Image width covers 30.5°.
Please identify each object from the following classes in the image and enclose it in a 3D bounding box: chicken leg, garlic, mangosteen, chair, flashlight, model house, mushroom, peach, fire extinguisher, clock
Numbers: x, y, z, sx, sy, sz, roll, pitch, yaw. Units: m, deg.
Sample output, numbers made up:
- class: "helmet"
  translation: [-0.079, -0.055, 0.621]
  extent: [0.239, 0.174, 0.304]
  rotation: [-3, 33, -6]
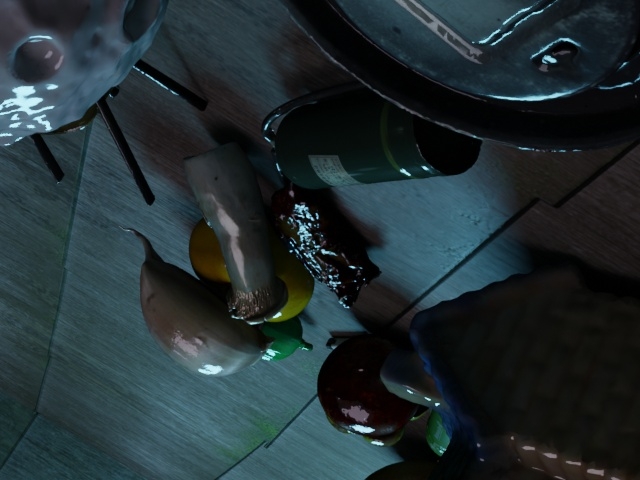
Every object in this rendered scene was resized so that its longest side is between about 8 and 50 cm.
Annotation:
- class: "chicken leg"
  translation: [0.000, 0.000, 1.420]
  extent: [0.105, 0.063, 0.234]
  rotation: [-1, 140, 42]
- class: "garlic"
  translation: [-0.184, 0.082, 1.560]
  extent: [0.266, 0.128, 0.148]
  rotation: [49, 164, -6]
- class: "mangosteen"
  translation: [0.074, 0.224, 1.626]
  extent: [0.156, 0.146, 0.181]
  rotation: [2, 113, 10]
- class: "chair"
  translation: [-0.264, -0.182, 1.271]
  extent: [0.159, 0.172, 0.247]
  rotation: [13, 157, 36]
- class: "flashlight"
  translation: [0.041, 0.152, 1.715]
  extent: [0.018, 0.018, 0.083]
  rotation: [44, 152, -27]
- class: "model house"
  translation: [0.239, 0.300, 1.271]
  extent: [0.400, 0.445, 0.395]
  rotation: [17, 154, 24]
- class: "mushroom"
  translation: [-0.095, -0.007, 1.393]
  extent: [0.092, 0.081, 0.223]
  rotation: [7, 119, 57]
- class: "peach"
  translation: [-0.091, 0.033, 1.536]
  extent: [0.179, 0.103, 0.179]
  rotation: [29, 156, 14]
- class: "fire extinguisher"
  translation: [0.027, -0.101, 1.169]
  extent: [0.118, 0.093, 0.294]
  rotation: [44, 153, -28]
- class: "clock"
  translation: [0.118, -0.216, 0.865]
  extent: [0.386, 0.076, 0.386]
  rotation: [25, 155, 12]

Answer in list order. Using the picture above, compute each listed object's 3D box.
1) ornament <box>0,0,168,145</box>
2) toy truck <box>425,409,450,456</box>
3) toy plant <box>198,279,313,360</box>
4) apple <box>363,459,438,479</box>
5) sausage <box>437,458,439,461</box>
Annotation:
- class: "ornament"
  translation: [-0.277, -0.251, 0.953]
  extent: [0.337, 0.337, 0.337]
  rotation: [25, 155, 12]
- class: "toy truck"
  translation: [0.212, 0.250, 1.619]
  extent: [0.125, 0.101, 0.242]
  rotation: [37, 160, 13]
- class: "toy plant"
  translation: [-0.105, 0.122, 1.727]
  extent: [0.200, 0.105, 0.143]
  rotation: [30, 167, -28]
- class: "apple"
  translation: [0.160, 0.511, 1.922]
  extent: [0.319, 0.319, 0.277]
  rotation: [13, 133, 34]
- class: "sausage"
  translation: [0.323, 0.390, 1.744]
  extent: [0.328, 0.112, 0.112]
  rotation: [32, 155, -2]
